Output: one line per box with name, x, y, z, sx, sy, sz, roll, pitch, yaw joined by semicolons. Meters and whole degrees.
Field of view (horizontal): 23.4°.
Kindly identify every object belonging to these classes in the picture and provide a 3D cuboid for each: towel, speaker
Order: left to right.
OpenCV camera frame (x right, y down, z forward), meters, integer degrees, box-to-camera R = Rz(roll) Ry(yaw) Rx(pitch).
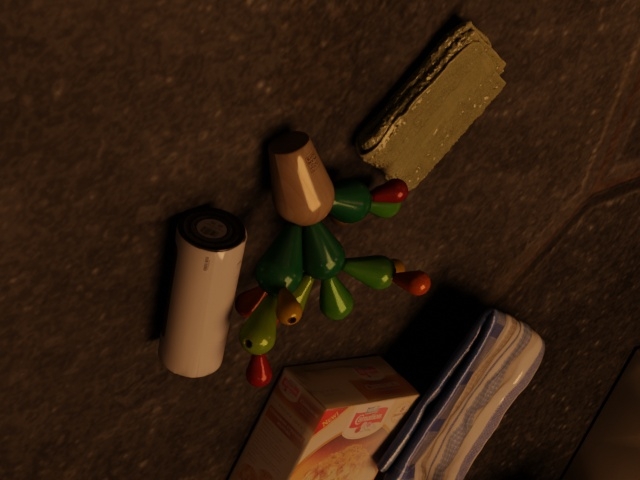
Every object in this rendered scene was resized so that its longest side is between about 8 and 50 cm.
speaker;-0.094;0.043;1.217;0.055;0.055;0.136;-22;140;-36
towel;0.096;-0.113;1.308;0.148;0.027;0.110;-51;149;1
towel;0.155;0.172;1.612;0.209;0.034;0.285;-57;161;1

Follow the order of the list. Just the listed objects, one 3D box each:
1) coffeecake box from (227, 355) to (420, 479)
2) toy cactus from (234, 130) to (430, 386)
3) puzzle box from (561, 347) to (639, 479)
coffeecake box;-0.005;0.208;1.490;0.142;0.068;0.185;-2;125;-49
toy cactus;0.000;0.000;1.238;0.219;0.112;0.180;-38;130;-28
puzzle box;0.437;0.373;2.016;0.052;0.272;0.409;-13;135;-50
